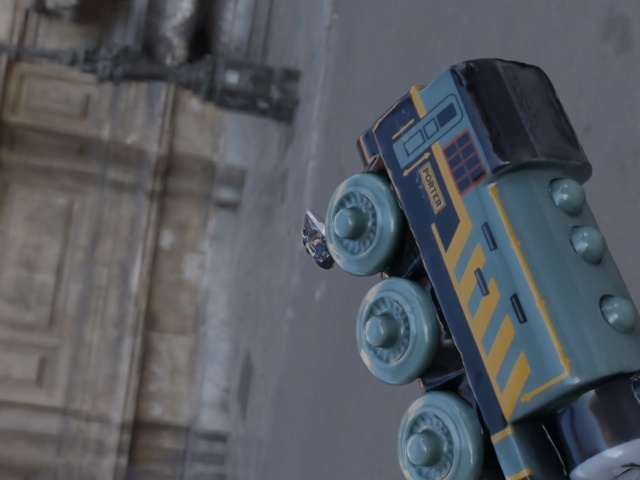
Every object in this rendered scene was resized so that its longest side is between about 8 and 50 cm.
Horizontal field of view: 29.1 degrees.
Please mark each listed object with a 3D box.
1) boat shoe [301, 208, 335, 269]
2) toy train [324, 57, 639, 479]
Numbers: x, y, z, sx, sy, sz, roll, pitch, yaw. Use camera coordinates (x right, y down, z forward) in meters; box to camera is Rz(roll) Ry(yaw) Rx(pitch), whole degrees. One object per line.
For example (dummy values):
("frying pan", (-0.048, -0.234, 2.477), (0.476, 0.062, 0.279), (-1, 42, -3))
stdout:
("boat shoe", (0.000, 0.000, 1.273), (0.038, 0.046, 0.125), (-54, 20, 4))
("toy train", (0.121, 0.036, 0.854), (0.190, 0.142, 0.334), (-41, 57, 41))
